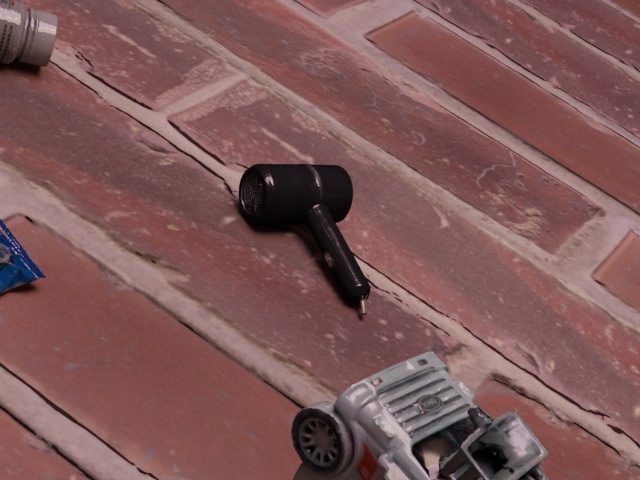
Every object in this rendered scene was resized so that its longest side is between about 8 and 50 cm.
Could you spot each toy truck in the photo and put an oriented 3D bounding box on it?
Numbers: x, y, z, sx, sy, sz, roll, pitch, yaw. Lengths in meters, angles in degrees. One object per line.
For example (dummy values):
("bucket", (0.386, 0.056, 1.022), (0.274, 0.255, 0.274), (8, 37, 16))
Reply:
("toy truck", (0.051, 0.232, 1.067), (0.184, 0.338, 0.133), (43, 36, 24))

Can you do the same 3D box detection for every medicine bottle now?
("medicine bottle", (-0.385, -0.254, 1.707), (0.130, 0.080, 0.080), (10, 35, -22))

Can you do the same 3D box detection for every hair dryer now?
("hair dryer", (0.000, 0.000, 1.638), (0.124, 0.071, 0.219), (-4, 51, -36))

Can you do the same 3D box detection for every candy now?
("candy", (-0.343, 0.026, 1.380), (0.136, 0.038, 0.088), (-25, 70, -42))
